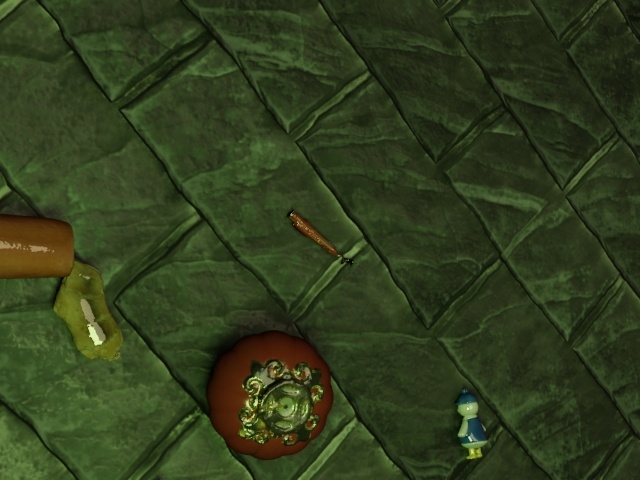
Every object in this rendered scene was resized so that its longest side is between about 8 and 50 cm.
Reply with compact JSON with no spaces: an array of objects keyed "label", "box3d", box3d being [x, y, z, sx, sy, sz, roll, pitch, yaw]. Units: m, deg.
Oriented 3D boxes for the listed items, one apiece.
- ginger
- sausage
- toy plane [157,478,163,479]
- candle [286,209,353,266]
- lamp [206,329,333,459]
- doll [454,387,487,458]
[{"label":"ginger","box3d":[-0.389,0.118,1.806,0.095,0.068,0.190,-27,94,-54]},{"label":"sausage","box3d":[-0.526,0.009,1.717,0.259,0.113,0.114,3,79,-32]},{"label":"toy plane","box3d":[-0.259,0.449,1.833,0.031,0.049,0.121,-37,117,-31]},{"label":"candle","box3d":[-0.001,0.001,2.094,0.167,0.021,0.026,40,89,-20]},{"label":"lamp","box3d":[-0.090,0.269,1.883,0.226,0.227,0.227,7,77,-30]},{"label":"doll","box3d":[0.304,0.370,2.187,0.098,0.057,0.143,-1,80,-53]}]
